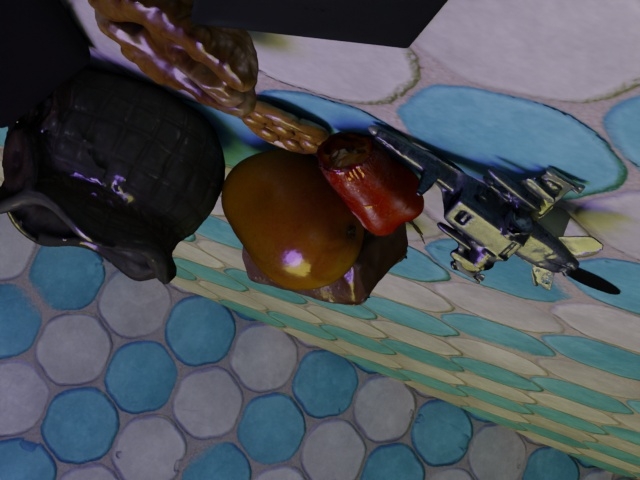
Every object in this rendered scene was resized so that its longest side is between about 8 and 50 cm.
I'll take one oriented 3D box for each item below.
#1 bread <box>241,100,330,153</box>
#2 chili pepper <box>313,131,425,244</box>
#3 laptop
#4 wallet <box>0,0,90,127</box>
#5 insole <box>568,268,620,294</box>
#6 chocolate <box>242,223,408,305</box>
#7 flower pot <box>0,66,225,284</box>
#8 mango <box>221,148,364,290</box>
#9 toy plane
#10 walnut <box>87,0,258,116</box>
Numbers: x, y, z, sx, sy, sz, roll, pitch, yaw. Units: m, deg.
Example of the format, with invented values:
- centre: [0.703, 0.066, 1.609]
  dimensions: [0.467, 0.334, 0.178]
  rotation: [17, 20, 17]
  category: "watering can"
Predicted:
- centre: [-0.041, -0.127, 1.033]
  dimensions: [0.110, 0.024, 0.110]
  rotation: [22, 168, 5]
  category: "bread"
- centre: [0.071, -0.050, 1.028]
  dimensions: [0.084, 0.086, 0.192]
  rotation: [-12, 139, 34]
  category: "chili pepper"
- centre: [-0.002, -0.177, 0.671]
  dimensions: [0.180, 0.016, 0.129]
  rotation: [5, 171, -11]
  category: "laptop"
- centre: [-0.325, -0.205, 0.933]
  dimensions: [0.044, 0.149, 0.250]
  rotation: [46, 173, 10]
  category: "wallet"
- centre: [0.320, 0.039, 1.175]
  dimensions: [0.153, 0.002, 0.053]
  rotation: [24, 167, -9]
  category: "insole"
- centre: [0.000, 0.000, 1.236]
  dimensions: [0.214, 0.148, 0.093]
  rotation: [14, 129, 32]
  category: "chocolate"
- centre: [-0.284, -0.088, 1.173]
  dimensions: [0.302, 0.213, 0.302]
  rotation: [20, 167, 5]
  category: "flower pot"
- centre: [-0.036, -0.035, 1.114]
  dimensions: [0.120, 0.151, 0.221]
  rotation: [26, -161, -50]
  category: "mango"
- centre: [0.156, -0.036, 0.949]
  dimensions: [0.262, 0.088, 0.192]
  rotation: [27, 139, -9]
  category: "toy plane"
- centre: [-0.123, -0.181, 0.819]
  dimensions: [0.170, 0.069, 0.143]
  rotation: [33, 167, 2]
  category: "walnut"
